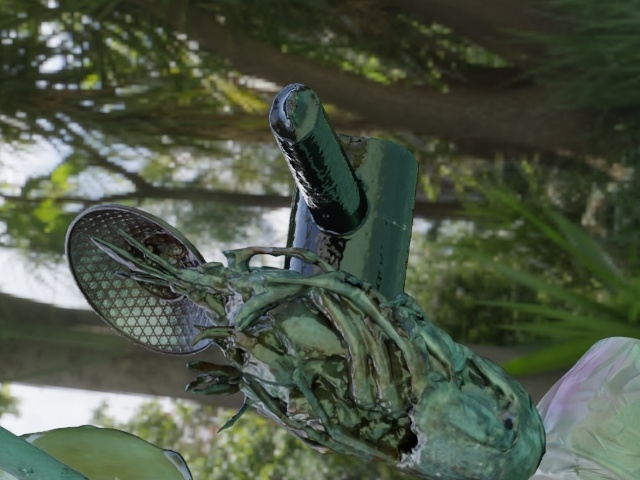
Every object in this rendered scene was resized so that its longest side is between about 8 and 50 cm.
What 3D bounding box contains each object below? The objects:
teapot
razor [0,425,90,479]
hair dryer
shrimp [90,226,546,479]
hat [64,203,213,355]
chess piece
[{"bbox_3d":[0.289,0.199,1.175,0.178,0.163,0.222,-56,-37,-26],"label":"teapot"},{"bbox_3d":[-0.213,0.142,0.834,0.232,0.106,0.068,45,-142,-45],"label":"razor"},{"bbox_3d":[0.000,0.000,1.030,0.302,0.116,0.244,59,-145,-63],"label":"hair dryer"},{"bbox_3d":[0.012,0.073,0.898,0.172,0.372,0.137,-55,21,39],"label":"shrimp"},{"bbox_3d":[-0.165,0.023,1.295,0.082,0.193,0.193,-51,-41,-43],"label":"hat"},{"bbox_3d":[-0.230,0.355,1.139,0.182,0.182,0.330,-24,-52,-65],"label":"chess piece"}]
